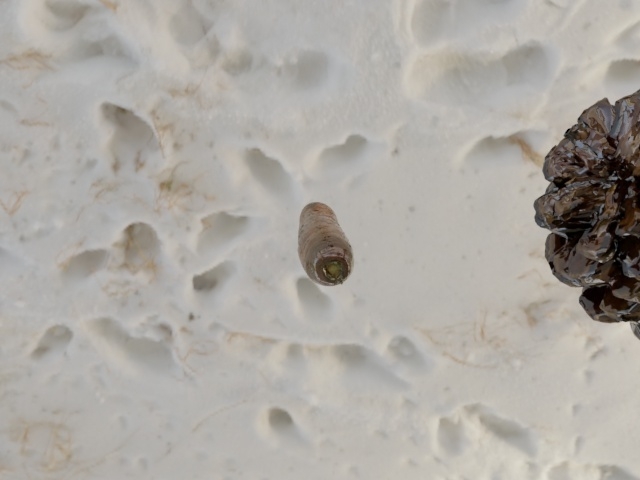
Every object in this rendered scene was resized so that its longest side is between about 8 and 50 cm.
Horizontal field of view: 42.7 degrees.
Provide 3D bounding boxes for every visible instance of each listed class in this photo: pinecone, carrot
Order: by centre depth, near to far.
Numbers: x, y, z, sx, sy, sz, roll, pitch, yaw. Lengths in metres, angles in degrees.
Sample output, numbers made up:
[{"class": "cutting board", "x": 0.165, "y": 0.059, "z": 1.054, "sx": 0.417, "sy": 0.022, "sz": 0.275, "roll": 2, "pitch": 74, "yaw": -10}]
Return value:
[{"class": "pinecone", "x": 0.277, "y": -0.030, "z": 0.669, "sx": 0.221, "sy": 0.221, "sz": 0.222, "roll": -1, "pitch": 126, "yaw": -2}, {"class": "carrot", "x": 0.000, "y": 0.000, "z": 0.951, "sx": 0.060, "sy": 0.186, "sz": 0.060, "roll": -3, "pitch": 111, "yaw": -7}]
